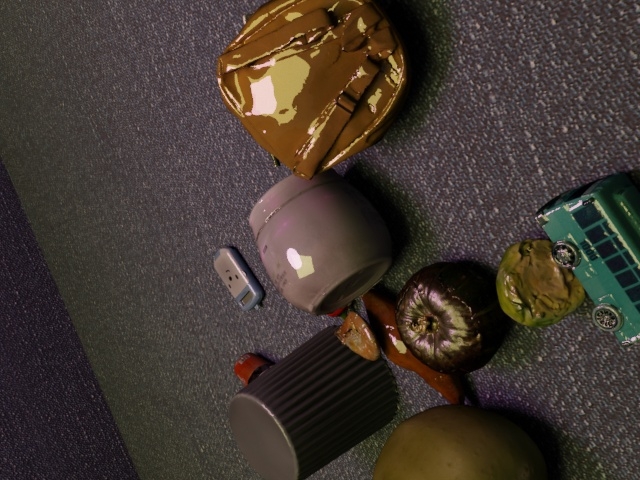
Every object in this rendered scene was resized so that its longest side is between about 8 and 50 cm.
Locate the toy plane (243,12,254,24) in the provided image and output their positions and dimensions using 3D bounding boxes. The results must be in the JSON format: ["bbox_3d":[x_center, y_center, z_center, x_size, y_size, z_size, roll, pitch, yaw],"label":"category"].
[{"bbox_3d":[-0.107,-0.386,1.537,0.245,0.117,0.244,24,126,37],"label":"toy plane"}]

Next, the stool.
[{"bbox_3d":[-0.024,0.412,1.720,0.297,0.330,0.297,26,129,37],"label":"stool"}]

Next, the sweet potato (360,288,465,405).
[{"bbox_3d":[0.190,0.224,1.553,0.359,0.112,0.112,48,139,23],"label":"sweet potato"}]

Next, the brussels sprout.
[{"bbox_3d":[0.382,0.079,1.244,0.149,0.151,0.122,33,169,-2],"label":"brussels sprout"}]

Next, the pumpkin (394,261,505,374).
[{"bbox_3d":[0.254,0.160,1.401,0.238,0.159,0.238,29,130,42],"label":"pumpkin"}]

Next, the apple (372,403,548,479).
[{"bbox_3d":[0.280,0.508,1.428,0.357,0.357,0.357,26,128,38],"label":"apple"}]

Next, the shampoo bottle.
[{"bbox_3d":[0.000,0.000,1.507,0.266,0.273,0.273,54,141,21],"label":"shampoo bottle"}]

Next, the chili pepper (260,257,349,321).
[{"bbox_3d":[-0.029,0.100,1.763,0.368,0.092,0.137,40,164,32],"label":"chili pepper"}]

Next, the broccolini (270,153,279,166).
[{"bbox_3d":[-0.135,-0.246,1.723,0.035,0.030,0.140,1,116,57],"label":"broccolini"}]

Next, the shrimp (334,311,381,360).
[{"bbox_3d":[0.084,0.212,1.599,0.217,0.051,0.115,179,75,-72],"label":"shrimp"}]

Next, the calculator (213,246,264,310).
[{"bbox_3d":[-0.236,0.113,2.024,0.210,0.039,0.121,56,142,9],"label":"calculator"}]

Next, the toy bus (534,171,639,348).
[{"bbox_3d":[0.474,0.022,1.104,0.256,0.128,0.147,58,139,4],"label":"toy bus"}]

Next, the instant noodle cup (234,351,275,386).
[{"bbox_3d":[-0.187,0.401,2.075,0.136,0.127,0.127,29,131,46],"label":"instant noodle cup"}]

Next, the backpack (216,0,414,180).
[{"bbox_3d":[0.004,-0.309,1.345,0.378,0.201,0.353,-25,111,29],"label":"backpack"}]
